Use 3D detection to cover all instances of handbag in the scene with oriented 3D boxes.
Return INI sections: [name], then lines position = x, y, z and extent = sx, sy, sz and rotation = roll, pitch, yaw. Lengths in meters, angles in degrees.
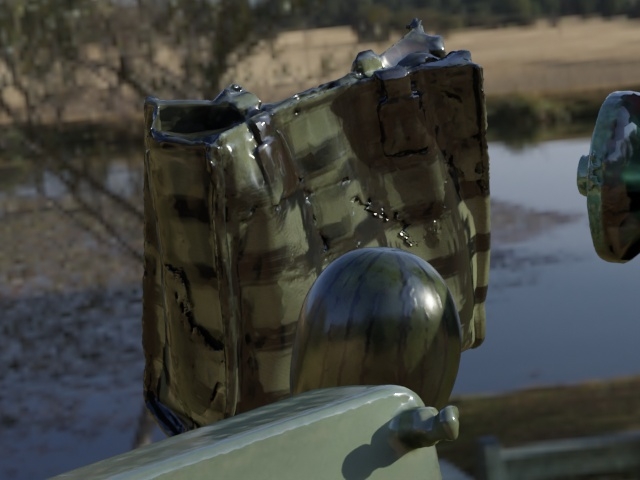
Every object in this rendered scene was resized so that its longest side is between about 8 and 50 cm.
[handbag]
position = 0.000, 0.000, 1.375
extent = 0.325, 0.327, 0.162
rotation = -22, 38, -30

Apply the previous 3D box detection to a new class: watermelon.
[watermelon]
position = 0.024, 0.054, 0.707
extent = 0.078, 0.110, 0.078
rotation = 8, 29, -5

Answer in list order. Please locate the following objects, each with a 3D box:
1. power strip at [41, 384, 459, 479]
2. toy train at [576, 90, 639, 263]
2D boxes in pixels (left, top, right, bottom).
[power strip]
position = -0.047, 0.126, 0.349
extent = 0.216, 0.145, 0.061
rotation = -15, 4, -37
[toy train]
position = 0.231, -0.081, 0.784
extent = 0.150, 0.304, 0.221
rotation = 4, -7, 27
